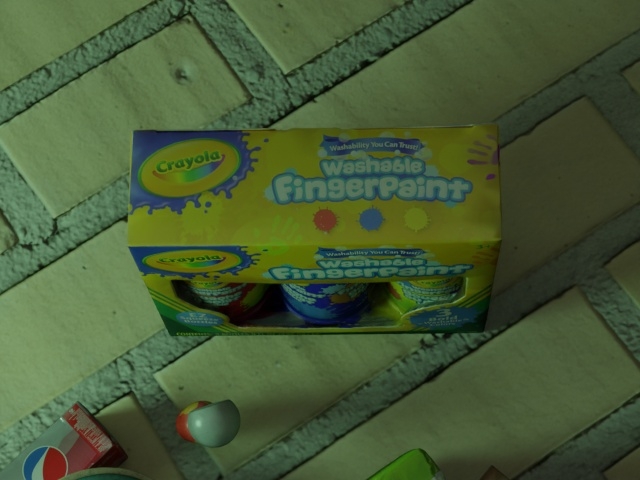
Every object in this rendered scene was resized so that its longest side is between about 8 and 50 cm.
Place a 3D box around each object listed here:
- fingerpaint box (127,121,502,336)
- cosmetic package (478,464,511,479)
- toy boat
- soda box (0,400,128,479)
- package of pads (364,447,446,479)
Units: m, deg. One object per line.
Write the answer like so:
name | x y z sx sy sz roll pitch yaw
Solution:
fingerpaint box | 0.000 0.000 1.930 0.444 0.371 0.163 -1 69 2
cosmetic package | 0.286 0.431 1.868 0.296 0.153 0.129 39 73 14
toy boat | -0.209 0.337 1.897 0.267 0.148 0.318 33 72 -13
soda box | -0.380 0.337 1.967 0.263 0.092 0.083 -43 72 -13
package of pads | 0.024 0.382 1.859 0.296 0.229 0.101 -35 82 -8
